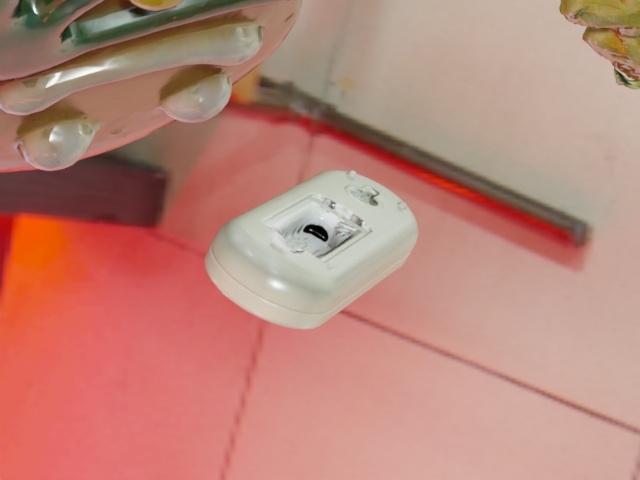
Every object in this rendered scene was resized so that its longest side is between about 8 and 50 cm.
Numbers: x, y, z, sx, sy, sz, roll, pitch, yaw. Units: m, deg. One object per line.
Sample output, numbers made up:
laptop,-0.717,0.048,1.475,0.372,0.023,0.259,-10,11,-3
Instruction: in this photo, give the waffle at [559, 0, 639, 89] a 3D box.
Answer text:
waffle,0.206,-0.111,0.725,0.208,0.214,0.054,-47,40,24

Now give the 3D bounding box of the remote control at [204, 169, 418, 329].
remote control,0.000,0.000,1.126,0.078,0.221,0.042,32,112,11

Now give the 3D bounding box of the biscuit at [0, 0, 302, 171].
biscuit,-0.036,-0.079,0.407,0.301,0.197,0.049,125,128,-67
